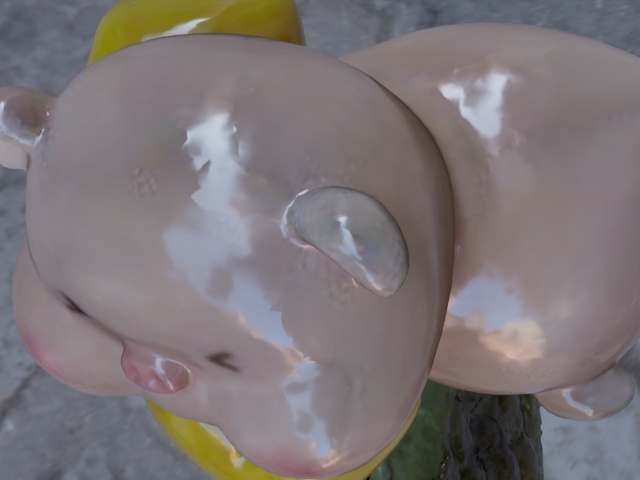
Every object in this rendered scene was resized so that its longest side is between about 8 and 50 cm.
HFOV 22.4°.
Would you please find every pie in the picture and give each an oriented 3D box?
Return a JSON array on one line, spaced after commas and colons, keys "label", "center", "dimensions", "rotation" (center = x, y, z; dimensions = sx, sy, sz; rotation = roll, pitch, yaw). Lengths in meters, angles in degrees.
[{"label": "pie", "center": [0.100, 0.172, 1.171], "dimensions": [0.071, 0.306, 0.306], "rotation": [-3, 99, 25]}]

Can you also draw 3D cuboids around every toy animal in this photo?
[{"label": "toy animal", "center": [0.000, 0.022, 0.774], "dimensions": [0.345, 0.247, 0.278], "rotation": [13, 101, 12]}]
